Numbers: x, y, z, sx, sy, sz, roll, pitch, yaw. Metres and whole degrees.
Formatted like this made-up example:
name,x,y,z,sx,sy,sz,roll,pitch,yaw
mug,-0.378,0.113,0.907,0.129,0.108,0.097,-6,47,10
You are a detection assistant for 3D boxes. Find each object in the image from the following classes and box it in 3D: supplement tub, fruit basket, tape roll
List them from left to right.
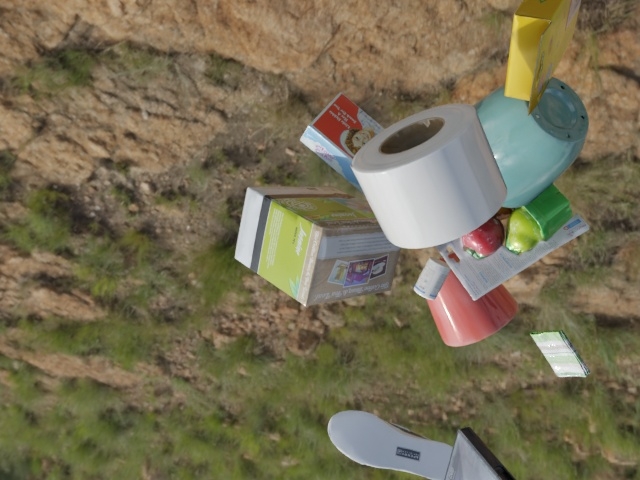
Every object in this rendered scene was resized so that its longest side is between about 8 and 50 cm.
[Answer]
name,x,y,z,sx,sy,sz,roll,pitch,yaw
tape roll,0.201,-0.123,1.153,0.246,0.246,0.169,-15,117,28
supplement tub,0.320,0.109,1.774,0.071,0.071,0.107,24,103,-7
fruit basket,0.494,-0.042,1.719,0.353,0.327,0.165,-38,140,10

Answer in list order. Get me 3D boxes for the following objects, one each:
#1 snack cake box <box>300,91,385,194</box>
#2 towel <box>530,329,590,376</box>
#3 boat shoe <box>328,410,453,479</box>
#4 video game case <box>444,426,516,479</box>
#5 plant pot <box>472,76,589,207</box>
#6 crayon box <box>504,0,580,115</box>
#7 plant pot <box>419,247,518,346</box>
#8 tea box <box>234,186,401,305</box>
name,x,y,z,sx,sy,sz,roll,pitch,yaw
snack cake box,0.098,-0.244,1.640,0.264,0.152,0.089,40,155,-2
towel,0.652,0.311,1.698,0.152,0.023,0.113,54,149,-7
boat shoe,0.160,0.459,1.395,0.301,0.108,0.102,15,165,1
video game case,0.236,0.399,0.771,0.026,0.274,0.196,-4,117,-25
plant pot,0.499,-0.259,1.513,0.293,0.293,0.235,26,151,-10
crayon box,0.477,-0.444,1.334,0.081,0.318,0.202,19,144,23
plant pot,0.465,0.174,2.034,0.275,0.275,0.243,-27,99,35
tea box,0.000,0.000,1.696,0.324,0.329,0.219,30,114,40
